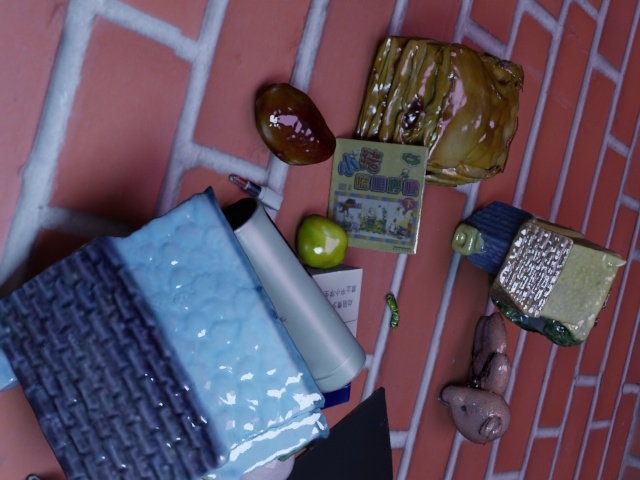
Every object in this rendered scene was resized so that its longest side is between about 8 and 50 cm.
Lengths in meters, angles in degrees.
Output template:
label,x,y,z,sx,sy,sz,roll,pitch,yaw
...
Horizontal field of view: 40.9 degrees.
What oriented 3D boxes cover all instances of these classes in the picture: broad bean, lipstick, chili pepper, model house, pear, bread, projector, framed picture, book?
label,x,y,z,sx,sy,sz,roll,pitch,yaw
broad bean,-0.043,-0.183,1.374,0.165,0.084,0.114,51,45,-37
lipstick,-0.105,-0.080,1.371,0.107,0.025,0.025,31,75,-44
chili pepper,0.148,0.144,1.744,0.027,0.022,0.083,-76,158,-61
model house,-0.219,0.183,1.099,0.339,0.297,0.360,-27,83,-19
pear,0.000,0.000,1.477,0.092,0.092,0.097,-24,102,-45
bread,0.240,-0.229,1.586,0.325,0.167,0.277,8,99,-36
projector,-0.053,0.091,1.354,0.108,0.108,0.337,-50,119,-30
model house,0.436,0.067,1.871,0.266,0.321,0.261,17,99,-36
framed picture,0.042,0.473,1.715,0.324,0.013,0.244,-30,122,-42
book,0.097,-0.077,1.510,0.013,0.168,0.192,-24,120,-71

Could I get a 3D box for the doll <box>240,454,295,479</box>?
label,x,y,z,sx,sy,sz,roll,pitch,yaw
doll,-0.170,0.324,1.329,0.287,0.151,0.151,15,88,-44

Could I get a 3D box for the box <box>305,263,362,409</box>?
label,x,y,z,sx,sy,sz,roll,pitch,yaw
box,-0.008,0.174,1.522,0.168,0.071,0.259,-4,104,-49

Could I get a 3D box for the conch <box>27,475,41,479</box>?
label,x,y,z,sx,sy,sz,roll,pitch,yaw
conch,-0.375,0.380,1.117,0.234,0.137,0.114,-5,131,-41

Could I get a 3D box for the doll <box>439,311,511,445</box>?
label,x,y,z,sx,sy,sz,roll,pitch,yaw
doll,0.353,0.312,1.966,0.201,0.156,0.303,108,-14,-71
